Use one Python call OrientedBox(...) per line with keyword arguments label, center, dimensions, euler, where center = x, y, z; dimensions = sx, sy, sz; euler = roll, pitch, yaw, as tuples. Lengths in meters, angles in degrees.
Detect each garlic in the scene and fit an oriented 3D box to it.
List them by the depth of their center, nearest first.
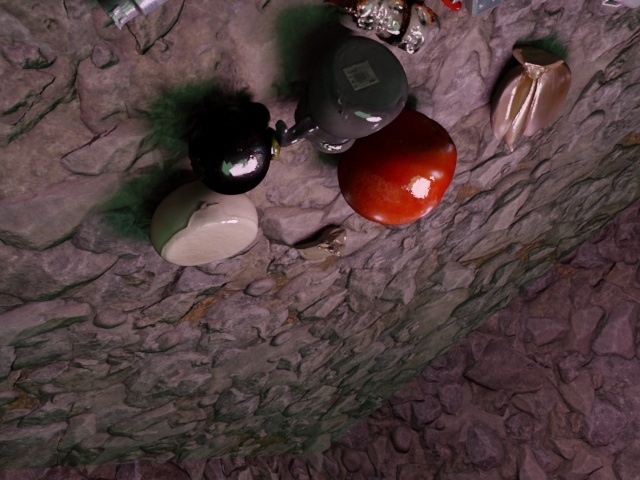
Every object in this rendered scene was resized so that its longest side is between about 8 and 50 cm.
OrientedBox(label="garlic", center=(0.638, -0.444, 1.927), dimensions=(0.279, 0.132, 0.325), euler=(-17, 142, -18))

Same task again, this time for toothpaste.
OrientedBox(label="toothpaste", center=(-0.283, -0.515, 1.201), dimensions=(0.299, 0.073, 0.114), euler=(-37, 146, -2))

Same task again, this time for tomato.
OrientedBox(label="tomato", center=(0.208, -0.204, 1.755), dimensions=(0.290, 0.325, 0.293), euler=(18, 139, -16))

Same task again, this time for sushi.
OrientedBox(label="sushi", center=(0.154, -0.518, 1.460), dimensions=(0.332, 0.124, 0.130), euler=(10, 109, -45))

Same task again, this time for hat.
OrientedBox(label="hat", center=(0.000, 0.000, 2.097), dimensions=(0.175, 0.085, 0.147), euler=(-7, 158, 6))

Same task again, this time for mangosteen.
OrientedBox(label="mangosteen", center=(-0.204, -0.221, 1.518), dimensions=(0.243, 0.243, 0.243), euler=(-20, 145, -15))

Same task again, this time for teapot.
OrientedBox(label="teapot", center=(0.038, -0.299, 1.513), dimensions=(0.305, 0.223, 0.285), euler=(-62, -168, -26))

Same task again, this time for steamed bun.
OrientedBox(label="steamed bun", center=(-0.311, -0.058, 1.664), dimensions=(0.283, 0.177, 0.283), euler=(-17, 158, -7))

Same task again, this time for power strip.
OrientedBox(label="power strip", center=(0.355, -0.607, 1.458), dimensions=(0.145, 0.061, 0.216), euler=(-28, 153, -2))

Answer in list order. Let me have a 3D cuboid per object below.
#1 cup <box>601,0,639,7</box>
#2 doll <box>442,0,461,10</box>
OrientedBox(label="cup", center=(0.873, -0.709, 1.826), dimensions=(0.116, 0.074, 0.104), euler=(1, 160, -45))
OrientedBox(label="doll", center=(0.248, -0.646, 1.410), dimensions=(0.384, 0.099, 0.188), euler=(7, 131, -51))
